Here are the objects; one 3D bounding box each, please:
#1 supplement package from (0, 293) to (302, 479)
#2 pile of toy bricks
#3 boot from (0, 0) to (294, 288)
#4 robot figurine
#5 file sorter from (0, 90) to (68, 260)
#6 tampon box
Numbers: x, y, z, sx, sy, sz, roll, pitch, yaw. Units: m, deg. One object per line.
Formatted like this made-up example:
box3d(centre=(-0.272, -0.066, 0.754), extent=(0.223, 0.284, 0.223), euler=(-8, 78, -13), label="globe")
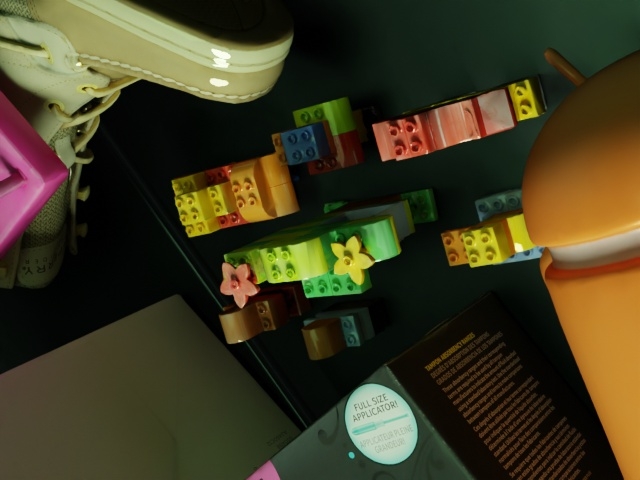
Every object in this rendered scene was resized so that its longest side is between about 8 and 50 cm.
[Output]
box3d(centre=(-0.084, 0.192, 0.536), extent=(0.262, 0.204, 0.145), euler=(47, 125, 14), label="supplement package")
box3d(centre=(0.000, 0.000, 0.473), extent=(0.212, 0.105, 0.118), euler=(-11, 99, 38), label="pile of toy bricks")
box3d(centre=(-0.134, -0.062, 0.556), extent=(0.261, 0.095, 0.204), euler=(22, 119, 26), label="boot")
box3d(centre=(0.149, 0.021, 0.360), extent=(0.128, 0.158, 0.220), euler=(-22, 92, 10), label="robot figurine")
box3d(centre=(-0.315, -0.054, 0.496), extent=(0.291, 0.182, 0.202), euler=(49, 130, 0), label="file sorter")
box3d(centre=(0.066, 0.130, 0.471), extent=(0.161, 0.101, 0.120), euler=(52, 127, 11), label="tampon box")
